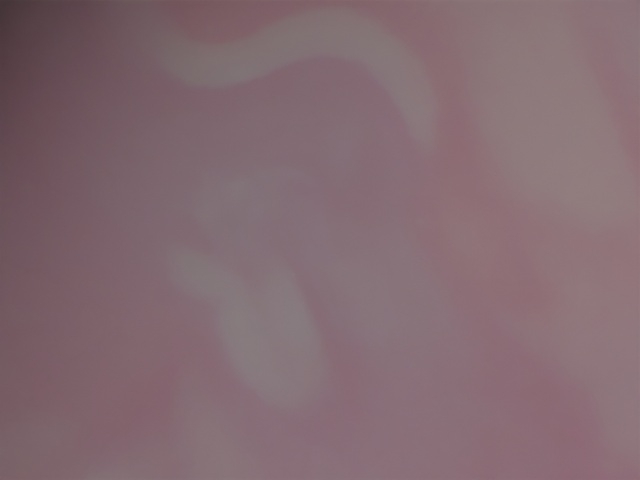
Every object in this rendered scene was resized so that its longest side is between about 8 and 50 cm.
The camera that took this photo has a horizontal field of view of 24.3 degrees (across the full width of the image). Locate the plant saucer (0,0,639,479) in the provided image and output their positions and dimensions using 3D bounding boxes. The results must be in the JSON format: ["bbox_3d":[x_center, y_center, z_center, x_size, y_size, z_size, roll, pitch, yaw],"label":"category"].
[{"bbox_3d":[0.000,0.000,0.294,0.332,0.332,0.084,-59,6,-6],"label":"plant saucer"}]
